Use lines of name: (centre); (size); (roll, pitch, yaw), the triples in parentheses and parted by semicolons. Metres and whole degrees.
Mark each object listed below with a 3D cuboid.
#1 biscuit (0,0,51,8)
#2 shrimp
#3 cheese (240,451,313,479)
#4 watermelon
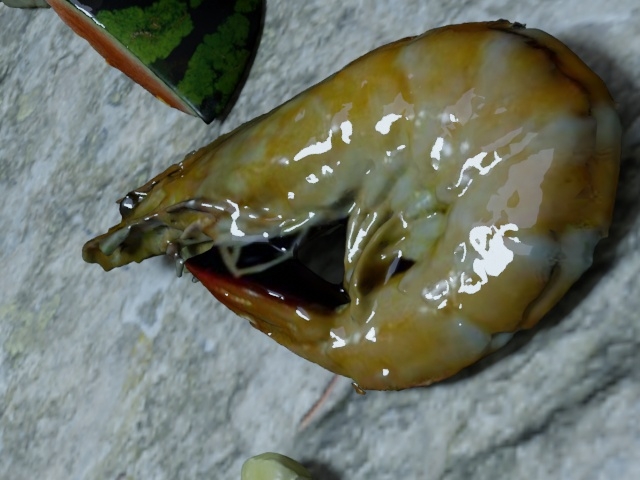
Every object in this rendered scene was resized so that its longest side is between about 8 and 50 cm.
biscuit: (-0.203, -0.273, 0.939); (0.141, 0.038, 0.290); (-20, 54, 35)
shrimp: (0.000, 0.000, 0.576); (0.287, 0.063, 0.152); (-19, 66, 34)
cheese: (-0.029, 0.128, 0.543); (0.044, 0.030, 0.083); (9, 79, 40)
watermelon: (-0.093, -0.112, 0.727); (0.135, 0.125, 0.094); (65, 147, 23)
